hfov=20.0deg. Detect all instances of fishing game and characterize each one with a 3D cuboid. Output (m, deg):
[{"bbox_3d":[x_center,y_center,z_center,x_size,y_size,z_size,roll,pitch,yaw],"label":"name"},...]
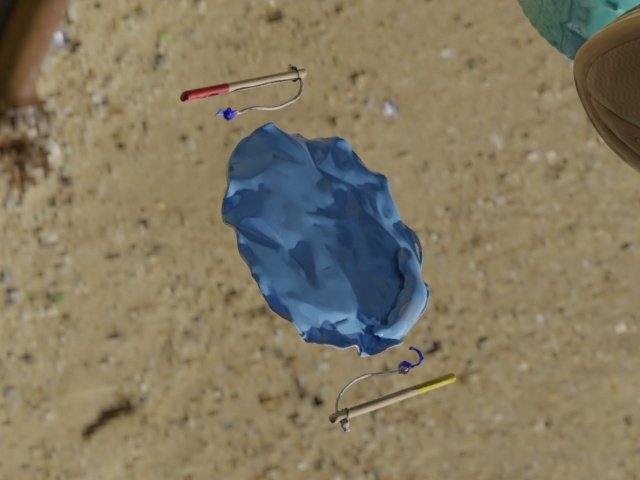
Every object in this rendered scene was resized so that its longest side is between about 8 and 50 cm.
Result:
[{"bbox_3d":[0.000,0.000,1.290,0.041,0.264,0.189,-34,171,39],"label":"fishing game"}]

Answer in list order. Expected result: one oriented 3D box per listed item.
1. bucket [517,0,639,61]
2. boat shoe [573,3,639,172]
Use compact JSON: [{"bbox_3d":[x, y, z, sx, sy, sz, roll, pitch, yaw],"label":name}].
[{"bbox_3d":[0.284,-0.278,1.503,0.281,0.281,0.183,-11,155,-6],"label":"bucket"},{"bbox_3d":[0.222,-0.077,0.680,0.285,0.092,0.103,-8,121,52],"label":"boat shoe"}]
